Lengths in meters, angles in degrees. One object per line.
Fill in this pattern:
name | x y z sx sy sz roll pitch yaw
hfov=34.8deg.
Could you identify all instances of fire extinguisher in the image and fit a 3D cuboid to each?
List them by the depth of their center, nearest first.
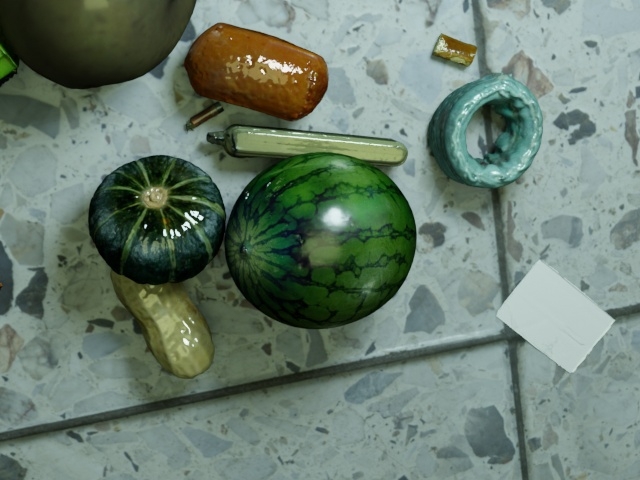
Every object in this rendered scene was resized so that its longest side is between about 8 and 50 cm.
fire extinguisher | -0.225 -0.236 1.967 0.083 0.022 0.028 -32 134 -2

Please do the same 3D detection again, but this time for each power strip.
power strip | -0.027 -0.180 1.974 0.388 0.092 0.066 5 97 -10

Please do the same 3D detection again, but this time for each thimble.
thimble | 0.326 -0.219 2.000 0.198 0.143 0.235 17 96 -13

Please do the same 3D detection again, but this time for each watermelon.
watermelon | 0.000 0.000 1.884 0.363 0.363 0.363 -2 101 -9

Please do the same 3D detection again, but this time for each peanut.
peanut | -0.304 0.133 1.972 0.130 0.130 0.290 -29 97 -3

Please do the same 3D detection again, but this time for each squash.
squash | -0.298 -0.037 1.881 0.252 0.165 0.252 3 60 -5

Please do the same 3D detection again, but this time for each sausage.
sausage | -0.118 -0.314 1.901 0.268 0.153 0.141 14 103 -11

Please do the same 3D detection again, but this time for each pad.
pad | 0.501 0.163 2.172 0.232 0.004 0.156 37 92 -14

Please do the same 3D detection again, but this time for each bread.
bread | 0.264 -0.374 2.015 0.083 0.036 0.047 18 84 -11

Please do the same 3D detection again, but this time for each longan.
longan | -0.371 -0.429 1.738 0.361 0.361 0.361 -2 101 -9

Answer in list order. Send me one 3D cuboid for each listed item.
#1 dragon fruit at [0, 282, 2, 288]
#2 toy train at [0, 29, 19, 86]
dragon fruit | -0.681 0.146 1.936 0.190 0.094 0.094 -32 105 -20
toy train | -0.635 -0.357 1.737 0.173 0.307 0.249 -35 112 -3
